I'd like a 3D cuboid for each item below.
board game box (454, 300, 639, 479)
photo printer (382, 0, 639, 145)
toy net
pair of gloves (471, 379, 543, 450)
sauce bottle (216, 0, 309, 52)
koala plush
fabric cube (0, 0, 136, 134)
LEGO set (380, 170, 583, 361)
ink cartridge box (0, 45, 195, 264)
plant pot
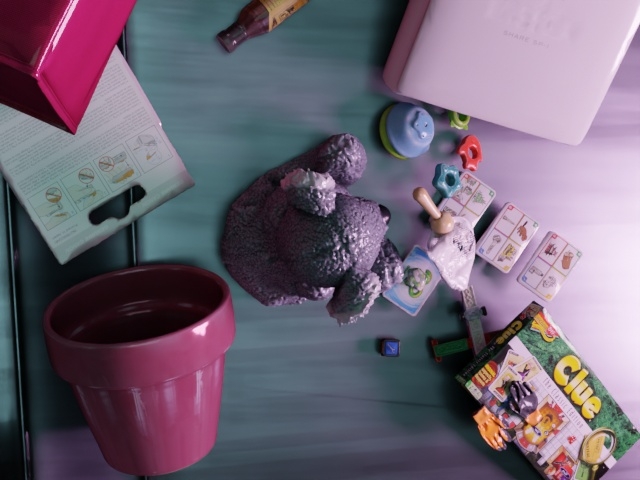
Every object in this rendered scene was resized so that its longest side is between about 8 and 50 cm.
[{"bbox_3d":[0.286,0.207,1.369,0.136,0.030,0.259,-45,117,-7],"label":"board game box"},{"bbox_3d":[0.238,-0.280,1.240,0.256,0.107,0.307,16,117,-10],"label":"photo printer"},{"bbox_3d":[0.145,-0.055,1.323,0.122,0.045,0.232,-11,90,-39],"label":"toy net"},{"bbox_3d":[0.225,0.209,1.323,0.083,0.010,0.074,-37,116,-8],"label":"pair of gloves"},{"bbox_3d":[-0.061,-0.262,1.268,0.128,0.042,0.042,-38,102,-5],"label":"sauce bottle"},{"bbox_3d":[0.000,0.000,1.213,0.203,0.221,0.196,-21,100,-10],"label":"koala plush"},{"bbox_3d":[-0.310,-0.287,1.063,0.259,0.254,0.258,23,82,-3],"label":"fabric cube"},{"bbox_3d":[0.179,0.065,1.365,0.182,0.060,0.244,34,86,-2],"label":"LEGO set"},{"bbox_3d":[-0.272,-0.115,1.230,0.181,0.056,0.224,-32,106,-9],"label":"ink cartridge box"},{"bbox_3d":[-0.187,0.146,1.209,0.201,0.201,0.180,-10,112,-12],"label":"plant pot"}]
